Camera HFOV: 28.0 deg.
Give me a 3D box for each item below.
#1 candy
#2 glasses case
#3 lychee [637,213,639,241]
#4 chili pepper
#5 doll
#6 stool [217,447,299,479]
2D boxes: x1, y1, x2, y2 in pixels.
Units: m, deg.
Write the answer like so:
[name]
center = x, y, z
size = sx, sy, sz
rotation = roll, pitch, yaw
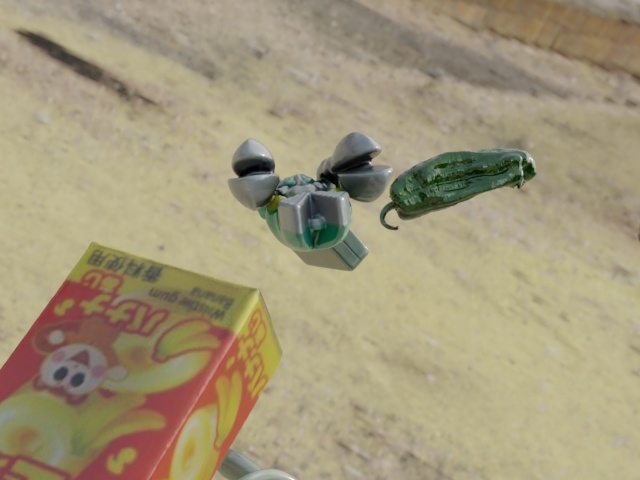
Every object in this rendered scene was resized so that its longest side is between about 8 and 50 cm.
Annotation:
[candy]
center = -0.150, 0.138, 0.813
size = 0.146, 0.088, 0.276
rotation = 17, 56, 24
[glasses case]
center = 0.000, 0.000, 1.791
size = 0.078, 0.039, 0.184
rotation = 47, -14, -16
[lychee]
center = 0.585, -0.025, 1.752
size = 0.300, 0.300, 0.300
rotation = 25, 19, -9
[chili pepper]
center = 0.209, -0.089, 1.995
size = 0.074, 0.256, 0.100
rotation = 49, 24, -77
[doll]
center = -0.037, -0.064, 1.616
size = 0.195, 0.153, 0.258
rotation = -18, 12, -33
[stool]
center = -0.132, 0.443, 1.994
size = 0.195, 0.195, 0.198
rotation = -27, 15, -34
